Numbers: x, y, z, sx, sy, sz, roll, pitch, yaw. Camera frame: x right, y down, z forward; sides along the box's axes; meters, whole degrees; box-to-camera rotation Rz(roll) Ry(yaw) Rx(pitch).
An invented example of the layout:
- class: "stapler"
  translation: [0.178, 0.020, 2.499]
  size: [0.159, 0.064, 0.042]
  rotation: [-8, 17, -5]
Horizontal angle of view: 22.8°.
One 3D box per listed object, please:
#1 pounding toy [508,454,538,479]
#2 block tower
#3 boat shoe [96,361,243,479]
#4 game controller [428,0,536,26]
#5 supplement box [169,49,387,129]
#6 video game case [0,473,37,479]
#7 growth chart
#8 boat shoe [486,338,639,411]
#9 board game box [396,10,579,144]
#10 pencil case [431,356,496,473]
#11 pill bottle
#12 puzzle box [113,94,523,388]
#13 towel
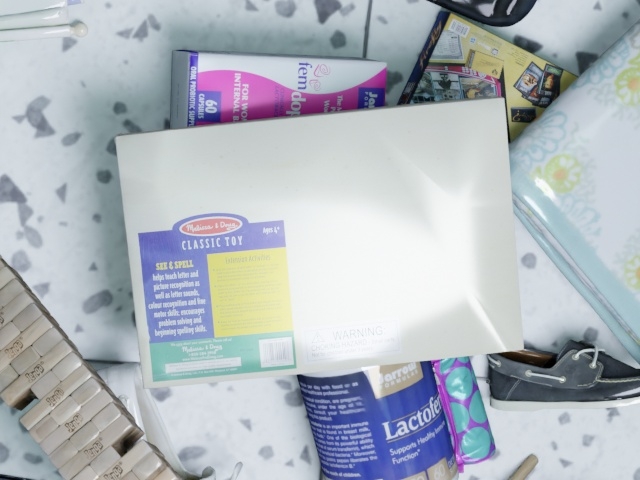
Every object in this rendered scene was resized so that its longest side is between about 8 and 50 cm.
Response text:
- class: "pounding toy"
  translation: [0.305, 0.328, 1.869]
  size: [0.269, 0.154, 0.155]
  rotation: [2, 81, -26]
- class: "block tower"
  translation: [-0.284, 0.150, 1.672]
  size: [0.097, 0.091, 0.335]
  rotation: [-41, 79, -6]
- class: "boat shoe"
  translation: [-0.154, 0.297, 1.775]
  size: [0.156, 0.136, 0.367]
  rotation: [-24, 97, 7]
- class: "game controller"
  translation: [0.119, -0.359, 1.778]
  size: [0.319, 0.067, 0.166]
  rotation: [20, 111, -15]
- class: "supplement box"
  translation: [-0.048, -0.149, 1.742]
  size: [0.220, 0.114, 0.111]
  rotation: [0, 98, -15]
- class: "video game case"
  translation: [-0.400, 0.354, 1.786]
  size: [0.274, 0.026, 0.196]
  rotation: [12, 96, -16]
- class: "growth chart"
  translation: [-0.310, -0.324, 1.695]
  size: [0.172, 0.021, 0.237]
  rotation: [-1, 99, -14]
- class: "boat shoe"
  translation: [0.304, 0.155, 1.845]
  size: [0.233, 0.084, 0.079]
  rotation: [-2, 95, 25]
- class: "board game box"
  translation: [0.213, -0.139, 1.841]
  size: [0.243, 0.042, 0.165]
  rotation: [25, 93, -16]
- class: "pencil case"
  translation: [0.158, 0.191, 1.868]
  size: [0.064, 0.070, 0.152]
  rotation: [-9, 106, 33]
- class: "pill bottle"
  translation: [0.055, 0.170, 1.797]
  size: [0.153, 0.153, 0.265]
  rotation: [-18, 103, -10]
- class: "puzzle box"
  translation: [0.000, 0.000, 1.666]
  size: [0.408, 0.052, 0.272]
  rotation: [-5, 99, -3]
- class: "towel"
  translation: [0.412, -0.056, 1.842]
  size: [0.320, 0.090, 0.374]
  rotation: [-44, 110, -6]
